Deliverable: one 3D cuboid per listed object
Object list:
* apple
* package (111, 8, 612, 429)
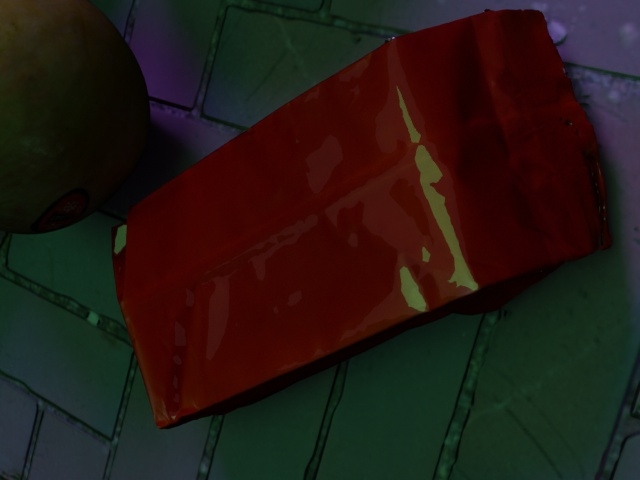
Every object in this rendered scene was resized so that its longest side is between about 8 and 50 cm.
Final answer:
[{"bbox_3d":[-0.268,-0.123,0.761,0.261,0.261,0.194,30,69,30],"label":"apple"},{"bbox_3d":[-0.001,0.000,0.669,0.423,0.123,0.196,-26,77,31],"label":"package"}]
